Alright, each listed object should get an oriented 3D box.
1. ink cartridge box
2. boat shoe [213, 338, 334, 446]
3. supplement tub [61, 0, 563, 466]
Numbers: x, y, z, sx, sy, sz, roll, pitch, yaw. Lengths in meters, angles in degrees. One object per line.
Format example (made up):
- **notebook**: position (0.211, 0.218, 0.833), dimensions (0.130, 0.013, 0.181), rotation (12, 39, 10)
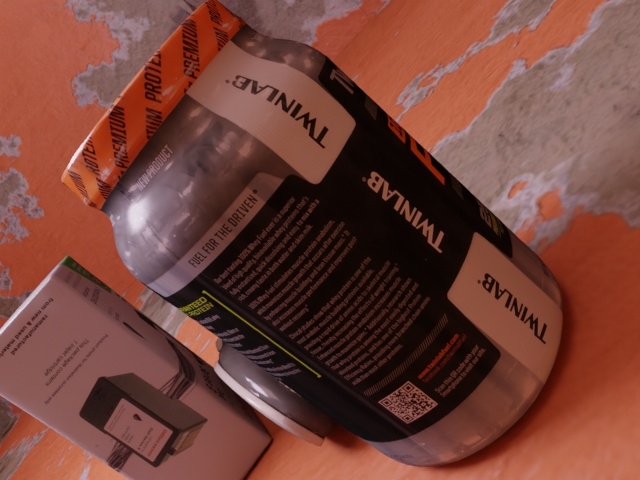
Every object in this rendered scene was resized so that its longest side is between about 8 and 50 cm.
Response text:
- **ink cartridge box**: position (-0.217, 0.160, 0.701), dimensions (0.121, 0.289, 0.211), rotation (-51, 17, -9)
- **boat shoe**: position (-0.049, 0.116, 0.667), dimensions (0.095, 0.112, 0.335), rotation (-58, 14, -6)
- **supplement tub**: position (0.000, 0.000, 0.433), dimensions (0.193, 0.316, 0.193), rotation (-44, 19, 19)
